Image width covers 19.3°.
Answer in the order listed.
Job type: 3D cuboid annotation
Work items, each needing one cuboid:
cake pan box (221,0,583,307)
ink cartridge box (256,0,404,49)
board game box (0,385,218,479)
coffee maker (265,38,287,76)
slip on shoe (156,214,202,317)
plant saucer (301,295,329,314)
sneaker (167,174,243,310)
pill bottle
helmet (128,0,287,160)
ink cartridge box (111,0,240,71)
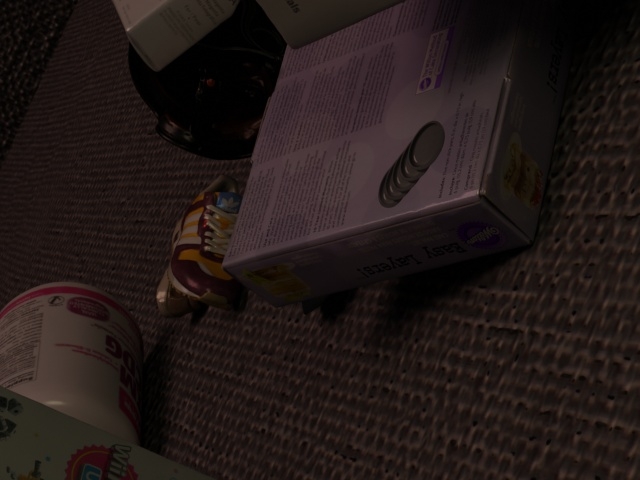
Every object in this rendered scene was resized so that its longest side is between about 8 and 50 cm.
[{"bbox_3d":[0.061,-0.097,1.333,0.246,0.070,0.267,-15,49,39],"label":"cake pan box"},{"bbox_3d":[0.118,-0.331,1.185,0.395,0.166,0.285,-21,39,24],"label":"ink cartridge box"},{"bbox_3d":[-0.229,0.229,1.438,0.224,0.303,0.097,-46,25,43],"label":"board game box"},{"bbox_3d":[0.035,-0.237,1.673,0.178,0.120,0.171,162,113,-69],"label":"coffee maker"},{"bbox_3d":[-0.127,0.023,1.875,0.041,0.051,0.135,-8,36,20],"label":"slip on shoe"},{"bbox_3d":[0.000,0.000,1.497,0.119,0.021,0.119,2,-90,-85],"label":"plant saucer"},{"bbox_3d":[-0.101,-0.003,1.783,0.084,0.070,0.185,-64,18,18],"label":"sneaker"},{"bbox_3d":[-0.252,0.176,1.817,0.160,0.160,0.283,-56,19,24],"label":"pill bottle"},{"bbox_3d":[-0.098,-0.168,1.831,0.169,0.169,0.161,-57,29,21],"label":"helmet"},{"bbox_3d":[-0.090,-0.271,1.737,0.232,0.066,0.189,-33,29,2],"label":"ink cartridge box"}]
